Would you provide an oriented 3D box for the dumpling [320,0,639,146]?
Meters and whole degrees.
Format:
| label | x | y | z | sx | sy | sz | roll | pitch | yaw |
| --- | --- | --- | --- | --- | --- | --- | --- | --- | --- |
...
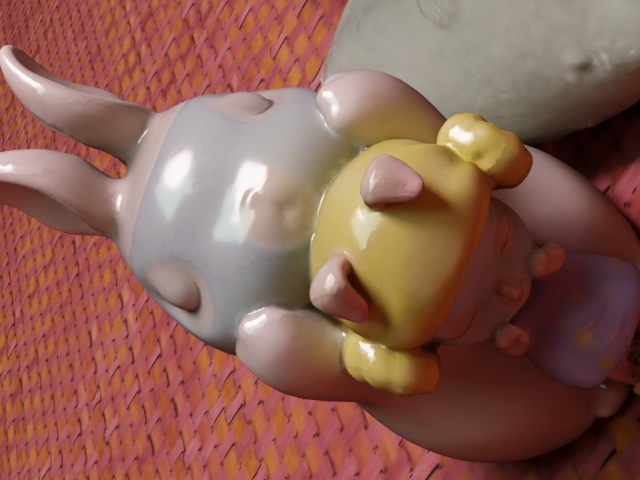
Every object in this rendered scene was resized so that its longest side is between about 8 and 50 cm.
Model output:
| label | x | y | z | sx | sy | sz | roll | pitch | yaw |
| --- | --- | --- | --- | --- | --- | --- | --- | --- | --- |
| dumpling | 0.082 | -0.113 | 0.581 | 0.216 | 0.105 | 0.149 | -21 | 54 | 57 |

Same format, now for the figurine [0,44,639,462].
| label | x | y | z | sx | sy | sz | roll | pitch | yaw |
| --- | --- | --- | --- | --- | --- | --- | --- | --- | --- |
| figurine | 0.000 | 0.000 | 0.511 | 0.127 | 0.235 | 0.155 | -66 | 27 | 7 |
